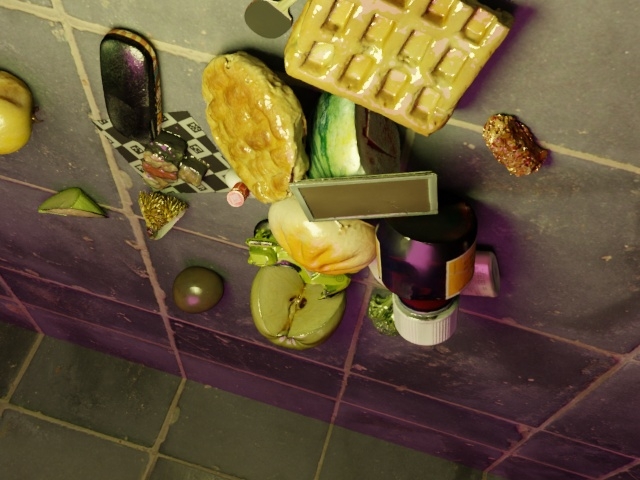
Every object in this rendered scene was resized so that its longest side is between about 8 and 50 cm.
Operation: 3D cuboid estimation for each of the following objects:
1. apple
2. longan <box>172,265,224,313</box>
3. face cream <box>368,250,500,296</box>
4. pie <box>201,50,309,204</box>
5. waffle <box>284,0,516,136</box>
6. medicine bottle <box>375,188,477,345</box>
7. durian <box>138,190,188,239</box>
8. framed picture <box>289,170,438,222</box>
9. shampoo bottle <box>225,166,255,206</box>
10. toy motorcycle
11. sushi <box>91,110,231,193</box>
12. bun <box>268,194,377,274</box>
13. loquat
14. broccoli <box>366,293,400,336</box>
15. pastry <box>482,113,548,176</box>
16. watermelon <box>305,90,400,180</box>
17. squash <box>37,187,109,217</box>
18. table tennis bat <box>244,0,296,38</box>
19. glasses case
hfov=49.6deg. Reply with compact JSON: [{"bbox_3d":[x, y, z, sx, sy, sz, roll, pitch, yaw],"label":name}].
[{"bbox_3d":[-0.075,0.202,2.125,0.295,0.258,0.233,17,153,1],"label":"apple"},{"bbox_3d":[-0.423,0.170,2.370,0.189,0.189,0.189,14,150,8],"label":"longan"},{"bbox_3d":[0.304,0.083,1.886,0.348,0.081,0.173,3,142,26],"label":"face cream"},{"bbox_3d":[-0.141,-0.241,1.473,0.339,0.083,0.339,38,145,34],"label":"pie"},{"bbox_3d":[0.128,-0.348,1.227,0.348,0.077,0.304,23,140,-8],"label":"waffle"},{"bbox_3d":[0.250,0.079,1.695,0.242,0.242,0.395,11,135,13],"label":"medicine bottle"},{"bbox_3d":[-0.459,-0.067,2.001,0.144,0.139,0.252,8,179,-14],"label":"durian"},{"bbox_3d":[0.099,-0.090,1.450,0.293,0.018,0.231,-3,162,9],"label":"framed picture"},{"bbox_3d":[-0.173,-0.144,1.656,0.108,0.221,0.051,26,119,-3],"label":"shampoo bottle"},{"bbox_3d":[-0.043,0.058,1.982,0.342,0.206,0.142,13,-169,9],"label":"toy motorcycle"},{"bbox_3d":[-0.411,-0.199,1.842,0.339,0.069,0.320,2,146,28],"label":"sushi"},{"bbox_3d":[0.000,0.000,1.740,0.298,0.165,0.299,20,179,0],"label":"bun"},{"bbox_3d":[-0.809,-0.321,1.733,0.213,0.213,0.213,14,150,8],"label":"loquat"},{"bbox_3d":[0.209,0.227,2.138,0.162,0.146,0.138,16,114,-20],"label":"broccoli"},{"bbox_3d":[0.393,-0.185,1.413,0.169,0.063,0.087,37,143,-27],"label":"pastry"},{"bbox_3d":[0.066,-0.201,1.484,0.201,0.213,0.261,10,160,-29],"label":"watermelon"},{"bbox_3d":[-0.766,-0.121,2.192,0.191,0.085,0.184,1,175,32],"label":"squash"},{"bbox_3d":[-0.086,-0.435,1.322,0.087,0.013,0.156,36,147,-26],"label":"table tennis bat"},{"bbox_3d":[-0.434,-0.345,1.593,0.122,0.082,0.321,23,147,5],"label":"glasses case"}]
